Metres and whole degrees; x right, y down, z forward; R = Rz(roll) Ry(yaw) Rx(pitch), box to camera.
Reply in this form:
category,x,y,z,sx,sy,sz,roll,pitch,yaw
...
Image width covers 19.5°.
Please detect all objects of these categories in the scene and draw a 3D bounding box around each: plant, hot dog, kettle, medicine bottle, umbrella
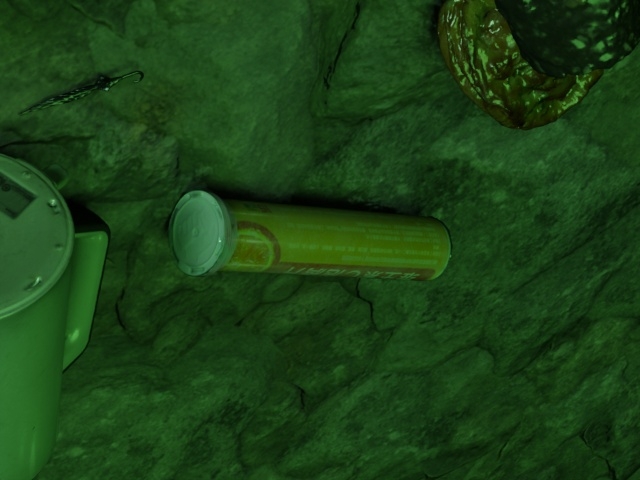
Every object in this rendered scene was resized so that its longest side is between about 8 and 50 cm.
category,x,y,z,sx,sy,sz,roll,pitch,yaw
plant,0.271,-0.354,2.123,0.194,0.182,0.321,-17,127,12
hot dog,0.261,-0.247,2.354,0.196,0.122,0.272,-49,145,10
kettle,-0.377,0.081,2.134,0.361,0.250,0.377,-48,159,-37
medicine bottle,0.000,0.000,2.432,0.426,0.108,0.108,3,129,-43
umbrella,-0.268,-0.167,2.085,0.148,0.022,0.022,-18,146,-17
